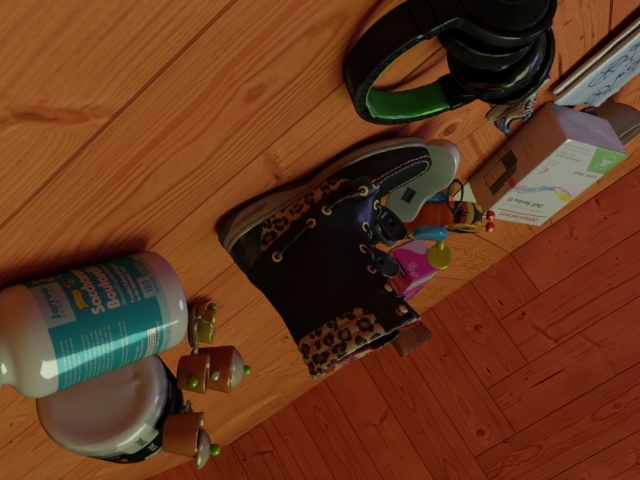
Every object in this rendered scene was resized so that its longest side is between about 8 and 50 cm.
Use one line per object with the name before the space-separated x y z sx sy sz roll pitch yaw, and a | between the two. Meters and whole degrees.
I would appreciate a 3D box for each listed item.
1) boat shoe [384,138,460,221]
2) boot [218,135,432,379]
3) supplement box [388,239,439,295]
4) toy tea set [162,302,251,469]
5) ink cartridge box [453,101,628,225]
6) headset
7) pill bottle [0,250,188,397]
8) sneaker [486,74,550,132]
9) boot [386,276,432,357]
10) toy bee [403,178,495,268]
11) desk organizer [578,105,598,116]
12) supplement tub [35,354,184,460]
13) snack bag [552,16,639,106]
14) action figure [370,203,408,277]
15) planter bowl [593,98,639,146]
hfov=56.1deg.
boat shoe | 0.194 -0.127 1.133 0.084 0.095 0.258 -54 -179 -27
boot | 0.065 0.016 0.944 0.378 0.284 0.138 -26 161 -17
supplement box | 0.242 0.101 1.758 0.114 0.111 0.220 -22 159 -27
toy tea set | -0.200 0.282 1.122 0.124 0.336 0.200 4 130 -3
ink cartridge box | 0.505 -0.147 1.426 0.207 0.119 0.353 7 144 -28
headset | 0.226 -0.232 0.721 0.394 0.185 0.243 -25 165 15
pill bottle | -0.320 0.112 0.784 0.264 0.146 0.146 -18 157 -39
sneaker | 0.383 -0.256 1.131 0.135 0.058 0.052 -44 159 31
boot | 0.112 0.160 1.416 0.096 0.280 0.264 -43 160 30
toy bee | 0.276 -0.034 1.268 0.162 0.195 0.298 10 -171 -18
desk organizer | 0.597 -0.265 1.434 0.047 0.050 0.130 -18 170 -38
supplement tub | -0.367 0.300 1.109 0.207 0.207 0.338 -27 161 -15
snack bag | 0.663 -0.401 1.253 0.343 0.037 0.323 -14 156 -51
action figure | 0.086 0.007 1.185 0.185 0.099 0.285 -60 -171 -10
planter bowl | 0.743 -0.294 1.549 0.162 0.109 0.162 -29 163 -10
